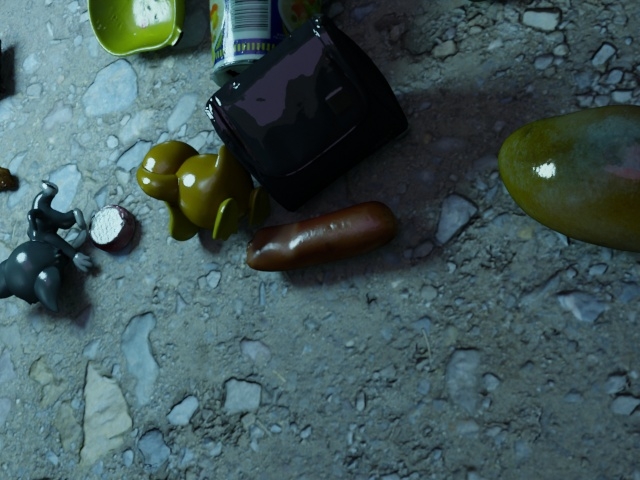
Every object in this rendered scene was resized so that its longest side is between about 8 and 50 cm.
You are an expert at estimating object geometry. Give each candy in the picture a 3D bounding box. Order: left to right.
[{"bbox_3d":[-0.444,-0.026,1.613,0.103,0.043,0.103,-8,70,23],"label":"candy"}]

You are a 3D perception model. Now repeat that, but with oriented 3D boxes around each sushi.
[{"bbox_3d":[-0.774,-0.147,1.795,0.118,0.061,0.060,18,114,30],"label":"sushi"}]

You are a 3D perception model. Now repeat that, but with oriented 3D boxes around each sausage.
[{"bbox_3d":[0.000,0.000,1.382,0.300,0.083,0.089,-13,68,23],"label":"sausage"}]

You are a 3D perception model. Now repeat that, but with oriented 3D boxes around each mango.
[{"bbox_3d":[0.436,-0.102,1.159,0.384,0.199,0.222,23,91,41],"label":"mango"}]

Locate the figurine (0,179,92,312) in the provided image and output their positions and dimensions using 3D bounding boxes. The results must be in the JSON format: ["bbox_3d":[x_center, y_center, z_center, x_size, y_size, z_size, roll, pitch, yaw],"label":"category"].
[{"bbox_3d":[-0.577,0.015,1.599,0.193,0.140,0.265,18,111,17],"label":"figurine"}]

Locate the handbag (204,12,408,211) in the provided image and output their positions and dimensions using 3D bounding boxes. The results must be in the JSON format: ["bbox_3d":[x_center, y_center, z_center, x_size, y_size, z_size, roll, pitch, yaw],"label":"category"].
[{"bbox_3d":[-0.021,-0.215,1.350,0.301,0.275,0.178,-34,52,11],"label":"handbag"}]

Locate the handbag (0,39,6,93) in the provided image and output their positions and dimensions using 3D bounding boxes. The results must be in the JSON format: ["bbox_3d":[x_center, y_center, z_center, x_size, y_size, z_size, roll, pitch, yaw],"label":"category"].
[{"bbox_3d":[-0.891,-0.412,1.880,0.215,0.155,0.169,-21,73,14],"label":"handbag"}]

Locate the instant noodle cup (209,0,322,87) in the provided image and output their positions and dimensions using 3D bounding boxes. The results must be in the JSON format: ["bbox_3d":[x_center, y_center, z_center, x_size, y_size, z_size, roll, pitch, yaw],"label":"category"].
[{"bbox_3d":[-0.107,-0.460,1.498,0.284,0.284,0.313,-2,80,24],"label":"instant noodle cup"}]

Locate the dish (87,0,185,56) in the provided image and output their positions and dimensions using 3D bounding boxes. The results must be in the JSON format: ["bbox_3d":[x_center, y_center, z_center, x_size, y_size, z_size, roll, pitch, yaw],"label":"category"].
[{"bbox_3d":[-0.388,-0.525,1.697,0.262,0.108,0.221,7,107,26],"label":"dish"}]

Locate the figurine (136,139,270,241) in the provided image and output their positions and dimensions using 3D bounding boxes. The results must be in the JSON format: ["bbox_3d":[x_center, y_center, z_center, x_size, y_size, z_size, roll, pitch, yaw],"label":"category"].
[{"bbox_3d":[-0.229,-0.100,1.458,0.228,0.215,0.215,-4,71,35],"label":"figurine"}]
